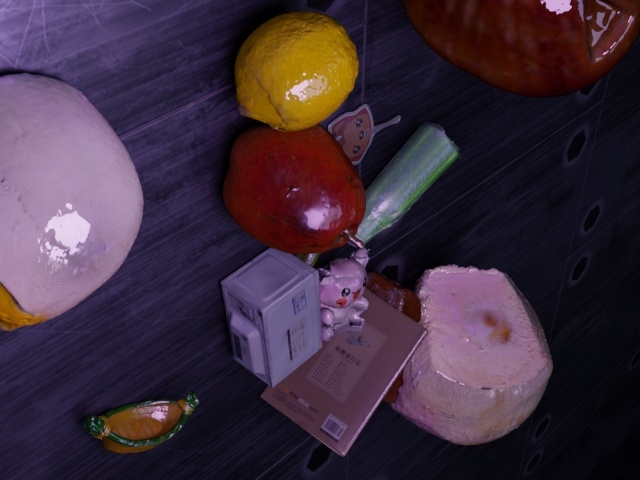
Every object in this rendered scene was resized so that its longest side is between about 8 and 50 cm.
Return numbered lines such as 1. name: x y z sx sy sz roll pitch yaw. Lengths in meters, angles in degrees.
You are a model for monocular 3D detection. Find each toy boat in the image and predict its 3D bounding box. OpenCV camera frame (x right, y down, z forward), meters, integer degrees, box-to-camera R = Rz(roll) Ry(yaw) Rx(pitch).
1. toy boat: -0.310 0.313 1.608 0.229 0.089 0.088 -8 137 -46

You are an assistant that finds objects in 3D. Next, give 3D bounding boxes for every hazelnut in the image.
1. hazelnut: 0.344 -0.449 1.537 0.402 0.429 0.402 -37 158 -18

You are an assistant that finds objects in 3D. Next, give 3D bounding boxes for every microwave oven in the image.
1. microwave oven: -0.091 0.139 1.726 0.162 0.122 0.208 -35 140 -31

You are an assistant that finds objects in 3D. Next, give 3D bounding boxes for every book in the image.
1. book: 0.049 0.254 1.923 0.310 0.217 0.021 -55 163 -5

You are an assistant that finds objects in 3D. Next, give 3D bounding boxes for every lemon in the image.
1. lemon: -0.036 -0.258 1.426 0.193 0.180 0.181 -9 125 -30

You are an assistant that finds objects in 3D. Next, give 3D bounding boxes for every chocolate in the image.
1. chocolate: 0.152 -0.104 1.876 0.291 0.110 0.110 -47 146 -12

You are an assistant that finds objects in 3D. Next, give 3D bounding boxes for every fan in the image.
1. fan: 0.083 -0.203 1.779 0.220 0.009 0.132 -27 136 -39

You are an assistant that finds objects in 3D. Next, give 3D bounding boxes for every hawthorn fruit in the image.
1. hawthorn fruit: -0.026 -0.075 1.514 0.224 0.261 0.224 -36 148 -27

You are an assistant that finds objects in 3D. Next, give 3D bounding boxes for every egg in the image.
1. egg: -0.344 -0.026 1.191 0.337 0.201 0.337 -36 143 -33

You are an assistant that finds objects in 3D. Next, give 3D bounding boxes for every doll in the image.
1. doll: 0.039 0.110 1.865 0.149 0.095 0.192 -16 127 -39

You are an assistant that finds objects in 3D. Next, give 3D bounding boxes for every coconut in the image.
1. coconut: 0.333 0.285 2.167 0.404 0.404 0.405 -33 139 -34

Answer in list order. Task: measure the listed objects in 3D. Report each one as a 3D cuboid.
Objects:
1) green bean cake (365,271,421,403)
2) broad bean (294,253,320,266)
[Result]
1. green bean cake: 0.124 0.200 1.996 0.233 0.198 0.097 -60 150 -4
2. broad bean: 0.000 0.000 1.800 0.214 0.048 0.070 -57 160 10
